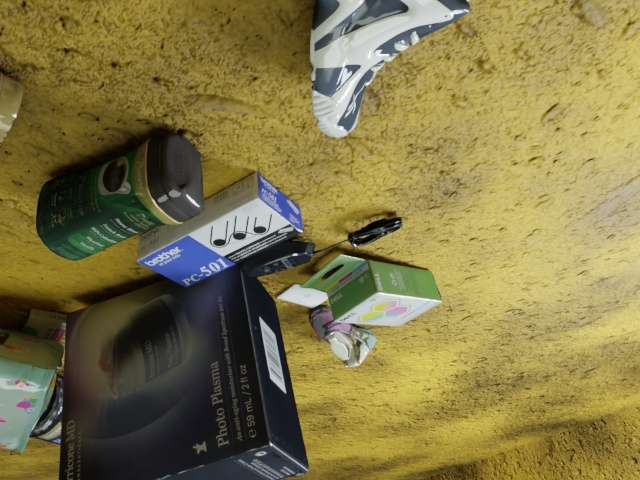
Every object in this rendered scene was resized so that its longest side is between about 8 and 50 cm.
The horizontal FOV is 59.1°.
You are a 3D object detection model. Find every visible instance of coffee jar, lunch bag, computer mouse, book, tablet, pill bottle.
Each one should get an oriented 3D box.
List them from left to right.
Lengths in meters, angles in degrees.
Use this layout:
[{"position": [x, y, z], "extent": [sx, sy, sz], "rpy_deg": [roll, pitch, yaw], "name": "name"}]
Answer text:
[{"position": [-0.528, 0.209, 0.866], "extent": [0.223, 0.160, 0.262], "rpy_deg": [22, 142, -19], "name": "lunch bag"}, {"position": [-0.521, 0.333, 1.115], "extent": [0.123, 0.122, 0.219], "rpy_deg": [-17, 146, 12], "name": "pill bottle"}, {"position": [-0.425, 0.157, 0.959], "extent": [0.144, 0.035, 0.096], "rpy_deg": [17, 137, -30], "name": "book"}, {"position": [-0.219, -0.048, 0.632], "extent": [0.184, 0.096, 0.079], "rpy_deg": [-18, 149, 15], "name": "coffee jar"}, {"position": [-0.028, 0.097, 0.978], "extent": [0.083, 0.006, 0.054], "rpy_deg": [20, 137, -37], "name": "tablet"}, {"position": [0.000, 0.000, 0.816], "extent": [0.242, 0.041, 0.071], "rpy_deg": [-17, 164, -1], "name": "computer mouse"}]

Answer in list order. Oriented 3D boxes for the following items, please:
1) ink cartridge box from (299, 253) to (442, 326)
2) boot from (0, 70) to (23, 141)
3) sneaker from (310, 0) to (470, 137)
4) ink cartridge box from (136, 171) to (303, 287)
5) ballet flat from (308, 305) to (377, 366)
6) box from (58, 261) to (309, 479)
[{"position": [0.084, 0.087, 0.918], "extent": [0.209, 0.062, 0.109], "rpy_deg": [11, 143, -38], "name": "ink cartridge box"}, {"position": [-0.439, -0.116, 0.489], "extent": [0.270, 0.089, 0.236], "rpy_deg": [21, 121, -39], "name": "boot"}, {"position": [0.067, -0.185, 0.491], "extent": [0.153, 0.094, 0.235], "rpy_deg": [0, 137, 2], "name": "sneaker"}, {"position": [-0.136, -0.009, 0.757], "extent": [0.207, 0.046, 0.097], "rpy_deg": [-24, 142, 23], "name": "ink cartridge box"}, {"position": [0.048, 0.195, 1.078], "extent": [0.077, 0.079, 0.221], "rpy_deg": [-23, 145, 19], "name": "ballet flat"}, {"position": [-0.205, 0.222, 0.836], "extent": [0.294, 0.296, 0.182], "rpy_deg": [-20, 145, 5], "name": "box"}]
